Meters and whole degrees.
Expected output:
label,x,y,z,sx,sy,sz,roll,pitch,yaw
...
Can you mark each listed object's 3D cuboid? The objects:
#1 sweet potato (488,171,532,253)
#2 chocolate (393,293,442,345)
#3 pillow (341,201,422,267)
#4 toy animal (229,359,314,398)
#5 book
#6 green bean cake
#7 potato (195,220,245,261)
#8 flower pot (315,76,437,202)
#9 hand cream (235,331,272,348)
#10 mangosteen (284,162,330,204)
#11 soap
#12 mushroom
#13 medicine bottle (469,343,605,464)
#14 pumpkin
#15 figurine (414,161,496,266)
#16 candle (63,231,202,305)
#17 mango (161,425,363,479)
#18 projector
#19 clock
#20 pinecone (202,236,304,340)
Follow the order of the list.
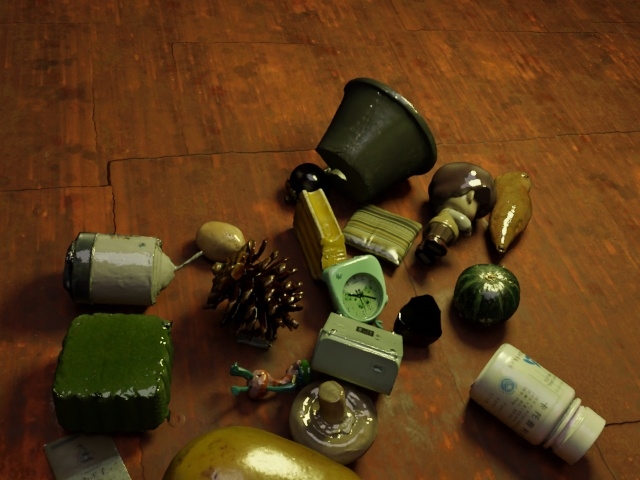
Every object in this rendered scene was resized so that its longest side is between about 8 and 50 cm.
label,x,y,z,sx,sy,sz,roll,pitch,yaw
sweet potato,0.591,-0.074,2.137,0.131,0.131,0.337,16,48,2
chocolate,0.264,0.223,1.835,0.125,0.080,0.148,42,46,10
pillow,0.177,-0.026,2.051,0.208,0.052,0.212,25,45,12
toy animal,-0.114,0.334,1.640,0.208,0.100,0.103,5,8,-23
book,-0.495,0.494,1.473,0.138,0.016,0.199,-20,56,-27
green bean cake,-0.462,0.297,1.556,0.246,0.156,0.250,0,41,-8
potato,-0.275,-0.001,1.906,0.147,0.112,0.112,17,47,13
flower pot,0.148,-0.273,2.106,0.379,0.379,0.251,37,69,20
hand cream,-0.170,0.259,1.755,0.093,0.019,0.030,14,49,10
mangosteen,-0.046,-0.161,2.090,0.151,0.137,0.137,-35,57,5
soap,0.000,0.000,1.922,0.080,0.160,0.258,-8,52,-20
mushroom,0.029,0.390,1.545,0.207,0.215,0.207,0,47,0
medicine bottle,0.523,0.399,1.671,0.293,0.170,0.170,37,52,18
pumpkin,0.458,0.149,1.892,0.190,0.146,0.190,0,26,0
figurine,0.414,-0.078,2.051,0.206,0.218,0.365,17,54,1
candle,-0.469,0.073,1.740,0.330,0.187,0.187,3,48,-10
mango,-0.102,0.536,1.383,0.445,0.232,0.300,14,43,-10
projector,0.092,0.264,1.660,0.198,0.108,0.250,18,8,5
clock,0.099,0.153,1.829,0.159,0.066,0.211,-16,93,-25
pinecone,-0.160,0.137,1.722,0.264,0.264,0.264,6,48,-7
